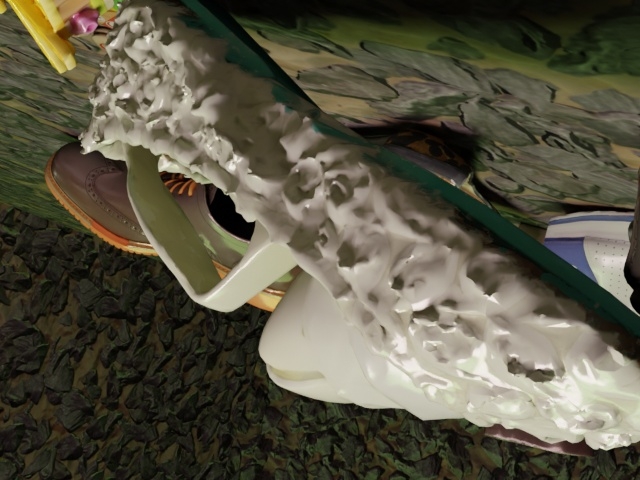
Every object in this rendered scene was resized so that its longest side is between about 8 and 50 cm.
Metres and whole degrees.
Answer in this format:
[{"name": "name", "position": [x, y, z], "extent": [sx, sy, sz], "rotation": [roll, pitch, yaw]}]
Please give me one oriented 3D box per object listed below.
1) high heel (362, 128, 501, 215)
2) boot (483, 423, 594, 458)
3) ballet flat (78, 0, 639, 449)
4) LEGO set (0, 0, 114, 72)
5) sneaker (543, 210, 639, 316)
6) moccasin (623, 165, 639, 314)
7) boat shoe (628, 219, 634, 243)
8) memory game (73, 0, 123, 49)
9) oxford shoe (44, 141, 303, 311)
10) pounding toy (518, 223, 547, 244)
[{"name": "high heel", "position": [0.124, -0.008, 0.915], "extent": [0.261, 0.093, 0.186], "rotation": [31, 173, -30]}, {"name": "boot", "position": [0.205, 0.114, 1.226], "extent": [0.248, 0.207, 0.090], "rotation": [15, 172, 13]}, {"name": "ballet flat", "position": [0.000, 0.000, 0.565], "extent": [0.147, 0.147, 0.409], "rotation": [24, -167, -48]}, {"name": "LEGO set", "position": [-0.106, -0.154, 0.475], "extent": [0.132, 0.107, 0.287], "rotation": [53, 170, -9]}, {"name": "sneaker", "position": [0.316, 0.090, 0.903], "extent": [0.315, 0.182, 0.127], "rotation": [13, 170, 27]}, {"name": "moccasin", "position": [0.173, -0.039, 0.362], "extent": [0.139, 0.147, 0.380], "rotation": [27, 166, 32]}, {"name": "boat shoe", "position": [0.272, 0.005, 0.577], "extent": [0.121, 0.119, 0.335], "rotation": [-29, -177, -27]}, {"name": "memory game", "position": [-0.139, -0.152, 0.757], "extent": [0.186, 0.012, 0.186], "rotation": [16, 173, 2]}, {"name": "oxford shoe", "position": [-0.156, -0.049, 1.309], "extent": [0.363, 0.130, 0.133], "rotation": [22, 141, 7]}, {"name": "pounding toy", "position": [0.247, 0.062, 1.128], "extent": [0.130, 0.100, 0.141], "rotation": [16, 168, 9]}]
